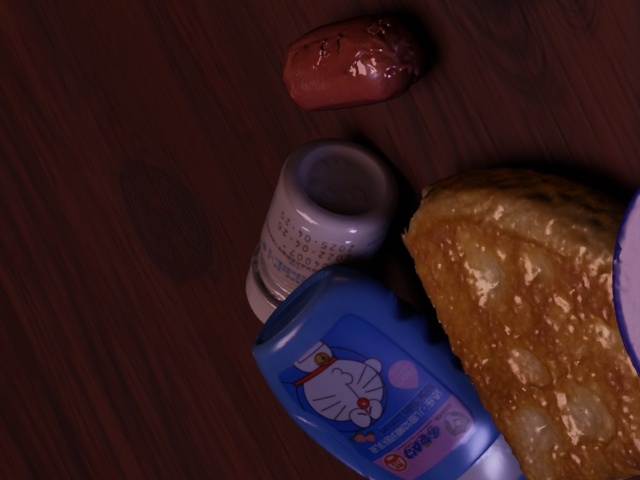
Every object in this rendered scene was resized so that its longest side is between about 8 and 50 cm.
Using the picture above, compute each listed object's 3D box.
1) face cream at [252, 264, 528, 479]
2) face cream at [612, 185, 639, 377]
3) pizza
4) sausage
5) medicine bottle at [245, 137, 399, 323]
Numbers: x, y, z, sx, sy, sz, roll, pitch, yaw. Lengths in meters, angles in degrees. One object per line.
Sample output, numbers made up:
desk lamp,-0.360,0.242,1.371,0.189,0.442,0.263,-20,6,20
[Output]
face cream,0.071,0.140,1.257,0.264,0.083,0.149,41,117,-13
face cream,0.281,0.023,0.867,0.206,0.111,0.206,12,108,39
pizza,0.191,0.040,1.073,0.258,0.087,0.268,62,148,2
sausage,0.024,-0.138,1.187,0.141,0.076,0.076,-1,113,57
medicine bottle,0.000,0.000,1.302,0.105,0.105,0.168,49,146,20
